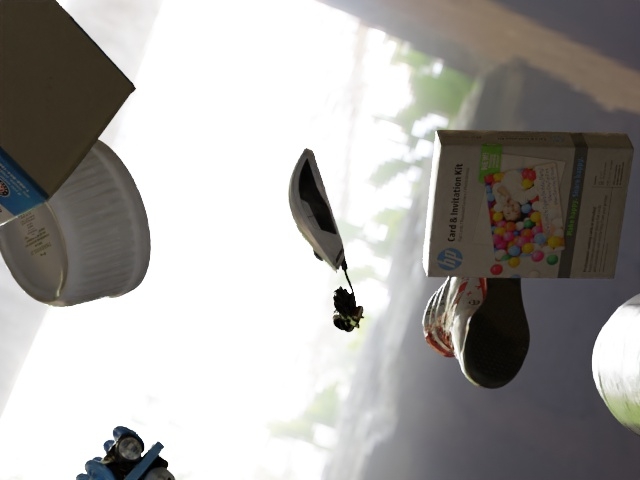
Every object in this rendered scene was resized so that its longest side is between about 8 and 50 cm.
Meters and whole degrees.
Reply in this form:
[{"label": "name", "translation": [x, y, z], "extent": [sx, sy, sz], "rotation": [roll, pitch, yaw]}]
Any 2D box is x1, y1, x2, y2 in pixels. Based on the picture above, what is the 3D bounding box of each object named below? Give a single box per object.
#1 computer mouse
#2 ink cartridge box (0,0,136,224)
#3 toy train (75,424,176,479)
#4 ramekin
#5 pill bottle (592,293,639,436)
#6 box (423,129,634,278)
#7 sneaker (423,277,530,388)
[{"label": "computer mouse", "translation": [0.000, 0.000, 1.823], "extent": [0.042, 0.193, 0.106], "rotation": [-18, -8, 0]}, {"label": "ink cartridge box", "translation": [-0.327, -0.114, 1.623], "extent": [0.171, 0.168, 0.232], "rotation": [47, -40, -20]}, {"label": "toy train", "translation": [-0.214, 0.274, 1.971], "extent": [0.105, 0.080, 0.184], "rotation": [38, -35, 0]}, {"label": "ramekin", "translation": [-0.309, -0.016, 2.166], "extent": [0.207, 0.109, 0.207], "rotation": [26, -54, 42]}, {"label": "pill bottle", "translation": [0.449, 0.153, 2.161], "extent": [0.204, 0.204, 0.361], "rotation": [20, -3, -2]}, {"label": "box", "translation": [0.198, -0.034, 1.715], "extent": [0.186, 0.038, 0.145], "rotation": [2, -61, -5]}, {"label": "sneaker", "translation": [0.196, 0.125, 2.309], "extent": [0.090, 0.270, 0.145], "rotation": [25, -51, -14]}]
